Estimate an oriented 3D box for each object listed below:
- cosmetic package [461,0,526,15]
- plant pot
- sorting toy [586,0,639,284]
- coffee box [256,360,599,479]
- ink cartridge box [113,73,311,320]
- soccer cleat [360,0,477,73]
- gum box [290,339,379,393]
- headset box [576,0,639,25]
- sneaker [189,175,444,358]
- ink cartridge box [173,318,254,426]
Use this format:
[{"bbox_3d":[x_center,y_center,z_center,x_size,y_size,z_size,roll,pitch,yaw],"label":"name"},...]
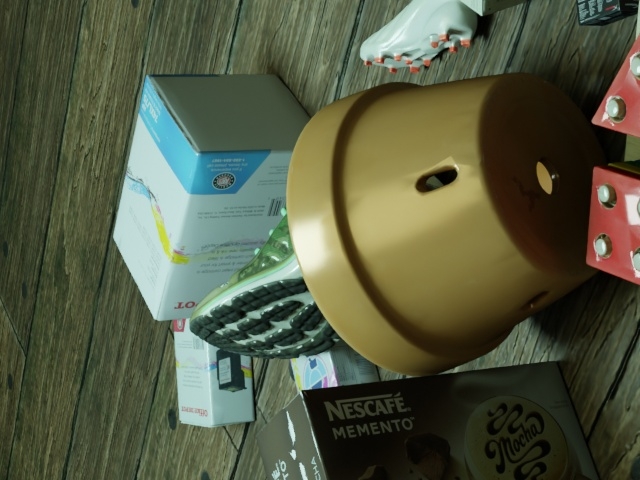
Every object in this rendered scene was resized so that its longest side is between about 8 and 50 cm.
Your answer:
[{"bbox_3d":[0.158,-0.279,1.505,0.115,0.060,0.041,44,147,43],"label":"cosmetic package"},{"bbox_3d":[0.142,-0.032,1.383,0.203,0.291,0.290,-21,74,42],"label":"plant pot"},{"bbox_3d":[0.320,-0.064,1.176,0.257,0.089,0.255,27,120,54],"label":"sorting toy"},{"bbox_3d":[0.108,0.226,1.415,0.119,0.297,0.168,-50,50,52],"label":"coffee box"},{"bbox_3d":[-0.138,-0.059,1.952,0.197,0.198,0.270,55,138,44],"label":"ink cartridge box"},{"bbox_3d":[0.111,-0.237,1.617,0.196,0.068,0.076,-13,69,59],"label":"soccer cleat"},{"bbox_3d":[0.020,0.178,1.823,0.107,0.062,0.188,-44,54,54],"label":"gum box"},{"bbox_3d":[0.265,-0.246,1.353,0.062,0.032,0.083,-13,80,61],"label":"headset box"},{"bbox_3d":[0.000,0.000,1.738,0.410,0.158,0.182,-36,37,32],"label":"sneaker"},{"bbox_3d":[-0.158,0.181,2.147,0.127,0.072,0.175,-5,89,62],"label":"ink cartridge box"}]
